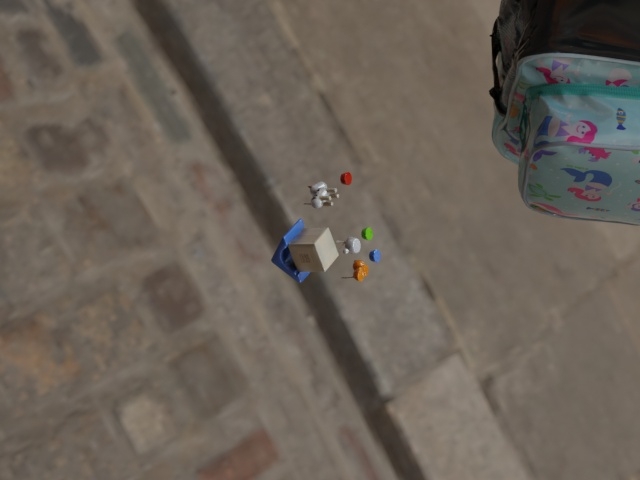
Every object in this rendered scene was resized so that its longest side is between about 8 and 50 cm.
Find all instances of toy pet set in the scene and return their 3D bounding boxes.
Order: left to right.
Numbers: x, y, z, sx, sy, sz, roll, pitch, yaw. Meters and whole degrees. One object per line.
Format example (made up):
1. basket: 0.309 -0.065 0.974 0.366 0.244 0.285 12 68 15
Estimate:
1. toy pet set: 0.000 0.000 1.996 0.114 0.065 0.122 -49 128 -44

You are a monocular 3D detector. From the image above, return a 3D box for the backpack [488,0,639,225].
1. backpack: 0.238 -0.112 1.332 0.253 0.225 0.191 104 -10 -79
